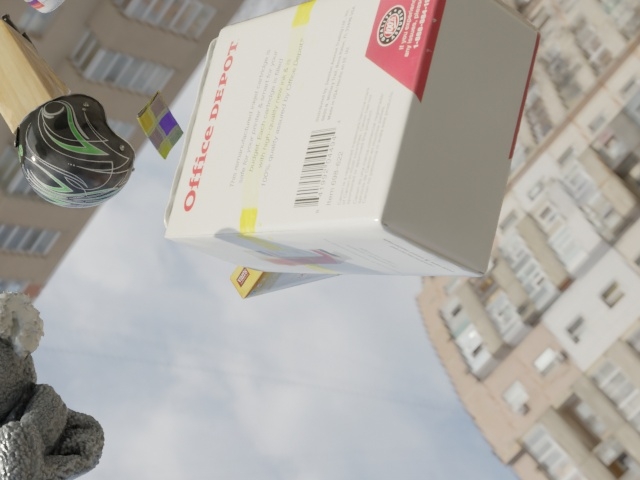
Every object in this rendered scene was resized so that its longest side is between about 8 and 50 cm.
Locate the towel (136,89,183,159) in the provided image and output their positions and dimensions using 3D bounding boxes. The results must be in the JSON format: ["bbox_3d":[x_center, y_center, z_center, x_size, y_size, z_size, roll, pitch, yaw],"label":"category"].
[{"bbox_3d":[-0.224,-0.162,1.553,0.060,0.009,0.083,-58,-43,-36],"label":"towel"}]

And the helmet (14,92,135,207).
[{"bbox_3d":[-0.383,-0.130,1.739,0.169,0.169,0.161,1,-127,-58],"label":"helmet"}]

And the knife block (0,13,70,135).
[{"bbox_3d":[-0.534,-0.305,1.857,0.242,0.088,0.275,49,-175,-18],"label":"knife block"}]

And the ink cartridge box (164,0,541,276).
[{"bbox_3d":[0.021,-0.113,1.217,0.160,0.279,0.385,24,165,-37],"label":"ink cartridge box"}]

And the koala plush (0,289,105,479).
[{"bbox_3d":[-0.355,0.179,1.215,0.203,0.196,0.221,-13,-105,-62],"label":"koala plush"}]

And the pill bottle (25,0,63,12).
[{"bbox_3d":[-0.445,-0.427,1.597,0.193,0.108,0.108,37,-161,-34],"label":"pill bottle"}]

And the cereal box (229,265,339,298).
[{"bbox_3d":[0.000,0.000,1.639,0.240,0.173,0.047,-12,-122,-43],"label":"cereal box"}]
